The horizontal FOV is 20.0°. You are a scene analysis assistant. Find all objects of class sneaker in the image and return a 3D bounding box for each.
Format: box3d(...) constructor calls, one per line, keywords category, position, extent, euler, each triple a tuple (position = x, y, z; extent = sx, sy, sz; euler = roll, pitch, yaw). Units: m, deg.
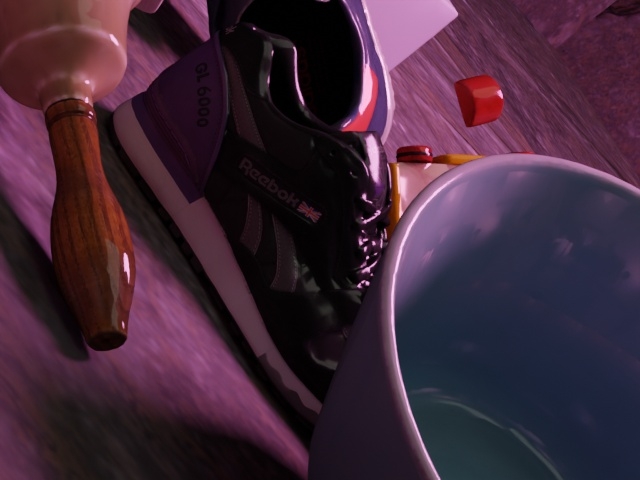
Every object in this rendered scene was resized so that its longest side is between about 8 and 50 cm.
box3d(category="sneaker", position=(-0.043, -0.216, 1.324), extent=(0.350, 0.131, 0.148), euler=(65, 13, -1))
box3d(category="sneaker", position=(0.000, 0.000, 1.053), extent=(0.283, 0.124, 0.107), euler=(54, 15, 8))

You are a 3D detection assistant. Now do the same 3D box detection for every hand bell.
box3d(category="hand bell", position=(-0.125, -0.052, 0.906), extent=(0.126, 0.126, 0.242), euler=(34, 36, -50))

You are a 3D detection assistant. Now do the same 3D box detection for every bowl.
box3d(category="bowl", position=(0.116, 0.126, 0.917), extent=(0.311, 0.163, 0.311), euler=(23, 45, -25))

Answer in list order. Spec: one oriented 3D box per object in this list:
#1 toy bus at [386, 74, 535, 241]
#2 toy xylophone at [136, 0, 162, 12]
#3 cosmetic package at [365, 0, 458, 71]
box3d(category="toy bus", position=(0.092, -0.015, 1.406), extent=(0.202, 0.191, 0.104), euler=(49, -28, -16))
box3d(category="toy xylophone", position=(-0.112, -0.317, 1.234), extent=(0.236, 0.081, 0.322), euler=(39, 51, -2))
box3d(category="cosmetic package", position=(-0.019, -0.283, 1.649), extent=(0.224, 0.138, 0.224), euler=(31, 27, -54))
